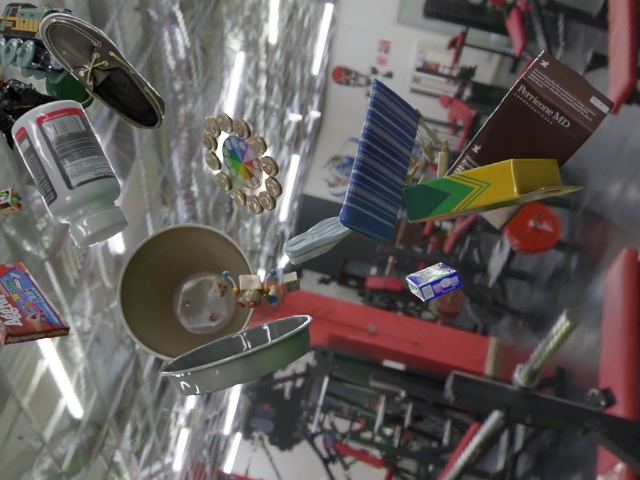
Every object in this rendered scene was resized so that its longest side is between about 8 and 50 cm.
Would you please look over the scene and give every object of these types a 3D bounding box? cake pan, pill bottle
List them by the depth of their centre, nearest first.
[{"bbox_3d":[-0.145,0.209,1.450,0.293,0.293,0.054,-46,-62,-84],"label":"cake pan"},{"bbox_3d":[-0.578,-0.152,1.875,0.318,0.176,0.176,63,179,5],"label":"pill bottle"}]

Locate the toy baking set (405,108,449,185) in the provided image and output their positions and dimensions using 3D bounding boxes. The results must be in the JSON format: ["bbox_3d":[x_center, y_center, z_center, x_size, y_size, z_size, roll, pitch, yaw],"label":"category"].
[{"bbox_3d":[0.319,-0.261,2.424,0.030,0.196,0.256,3,81,52],"label":"toy baking set"}]

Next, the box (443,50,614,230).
[{"bbox_3d":[0.449,-0.210,1.782,0.143,0.191,0.381,-46,-8,-39],"label":"box"}]

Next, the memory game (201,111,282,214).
[{"bbox_3d":[-0.132,-0.124,1.315,0.012,0.186,0.186,-37,-27,-35],"label":"memory game"}]

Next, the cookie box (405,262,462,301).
[{"bbox_3d":[0.244,0.089,1.727,0.107,0.092,0.040,-142,31,-77],"label":"cookie box"}]

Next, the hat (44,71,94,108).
[{"bbox_3d":[-0.743,-0.399,2.213,0.183,0.208,0.173,-54,-18,-45],"label":"hat"}]

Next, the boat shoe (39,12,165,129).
[{"bbox_3d":[-0.470,-0.363,1.743,0.116,0.324,0.097,-43,31,6],"label":"boat shoe"}]

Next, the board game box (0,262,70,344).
[{"bbox_3d":[-0.687,0.135,1.787,0.145,0.281,0.027,-6,-56,-42],"label":"board game box"}]

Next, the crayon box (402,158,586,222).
[{"bbox_3d":[0.359,-0.108,1.666,0.202,0.318,0.081,-6,-95,-50],"label":"crayon box"}]

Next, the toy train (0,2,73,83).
[{"bbox_3d":[-0.759,-0.532,2.120,0.142,0.334,0.190,21,-93,-46],"label":"toy train"}]

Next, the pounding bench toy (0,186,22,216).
[{"bbox_3d":[-0.839,-0.111,2.123,0.083,0.065,0.052,59,-161,-61],"label":"pounding bench toy"}]

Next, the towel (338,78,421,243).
[{"bbox_3d":[0.137,-0.173,1.851,0.243,0.040,0.336,21,-99,-58],"label":"towel"}]

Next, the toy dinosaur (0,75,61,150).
[{"bbox_3d":[-0.774,-0.338,2.022,0.218,0.322,0.164,41,109,49],"label":"toy dinosaur"}]

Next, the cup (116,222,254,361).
[{"bbox_3d":[-0.308,0.143,1.987,0.237,0.331,0.331,72,-148,-78],"label":"cup"}]

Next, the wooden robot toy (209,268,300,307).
[{"bbox_3d":[-0.122,0.107,1.508,0.079,0.173,0.076,-104,13,-56],"label":"wooden robot toy"}]

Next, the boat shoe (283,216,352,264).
[{"bbox_3d":[0.000,0.000,2.395,0.076,0.226,0.083,71,178,-46],"label":"boat shoe"}]
